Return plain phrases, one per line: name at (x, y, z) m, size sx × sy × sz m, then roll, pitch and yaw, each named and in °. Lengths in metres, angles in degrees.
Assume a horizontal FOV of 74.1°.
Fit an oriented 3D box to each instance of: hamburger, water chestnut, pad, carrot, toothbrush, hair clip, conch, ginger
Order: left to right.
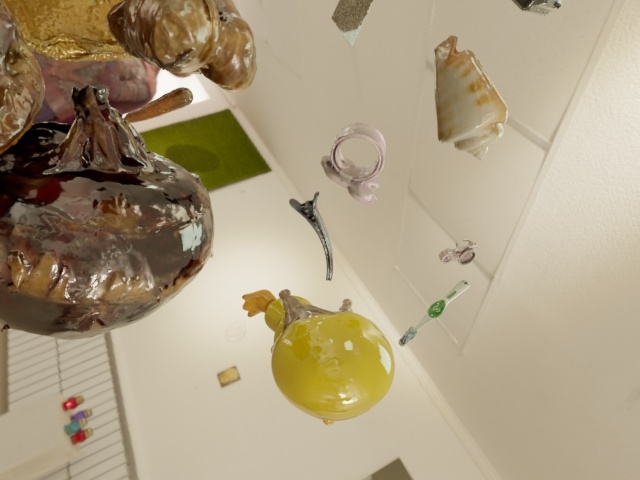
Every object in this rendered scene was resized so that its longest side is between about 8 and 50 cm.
hamburger at (-0.484, -0.488, 0.821) m, size 0.158 × 0.318 × 0.319 m, roll 11°, pitch -58°, yaw 65°
water chestnut at (-0.264, -0.040, 0.505) m, size 0.300 × 0.300 × 0.300 m, roll 58°, pitch -18°, yaw 32°
carrot at (-0.389, -0.319, 1.011) m, size 0.047 × 0.191 × 0.047 m, roll -14°, pitch 90°, yaw -73°
ginger at (-0.106, -0.173, 0.347) m, size 0.162 × 0.103 × 0.073 m, roll 36°, pitch -66°, yaw 42°
hair clip at (0.000, 0.000, 1.145) m, size 0.048 × 0.083 × 0.275 m, roll -89°, pitch 161°, yaw -61°
pad at (0.124, -0.840, 1.509) m, size 0.003 × 0.235 × 0.158 m, roll 22°, pitch -4°, yaw 35°
toothbrush at (0.254, 0.149, 0.919) m, size 0.030 × 0.304 × 0.030 m, roll 18°, pitch -61°, yaw 36°
conch at (0.289, -0.281, 0.893) m, size 0.255 × 0.127 × 0.158 m, roll 55°, pitch 2°, yaw -9°

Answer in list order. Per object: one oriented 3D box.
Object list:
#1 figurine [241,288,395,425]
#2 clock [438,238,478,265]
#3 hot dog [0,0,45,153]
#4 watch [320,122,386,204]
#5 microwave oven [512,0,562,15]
figurine at (-0.019, 0.184, 0.781) m, size 0.343 × 0.215 × 0.187 m, roll 26°, pitch -70°, yaw 54°
clock at (0.436, 0.039, 1.335) m, size 0.041 × 0.129 × 0.087 m, roll -114°, pitch -150°, yaw -47°
hot dog at (-0.323, -0.154, 0.352) m, size 0.160 × 0.099 × 0.227 m, roll 75°, pitch 14°, yaw -62°
watch at (0.144, -0.278, 1.500) m, size 0.217 × 0.248 × 0.211 m, roll -52°, pitch -167°, yaw 37°
microwave oven at (0.689, -0.841, 1.181) m, size 0.218 × 0.286 × 0.355 m, roll 53°, pitch -46°, yaw 10°
